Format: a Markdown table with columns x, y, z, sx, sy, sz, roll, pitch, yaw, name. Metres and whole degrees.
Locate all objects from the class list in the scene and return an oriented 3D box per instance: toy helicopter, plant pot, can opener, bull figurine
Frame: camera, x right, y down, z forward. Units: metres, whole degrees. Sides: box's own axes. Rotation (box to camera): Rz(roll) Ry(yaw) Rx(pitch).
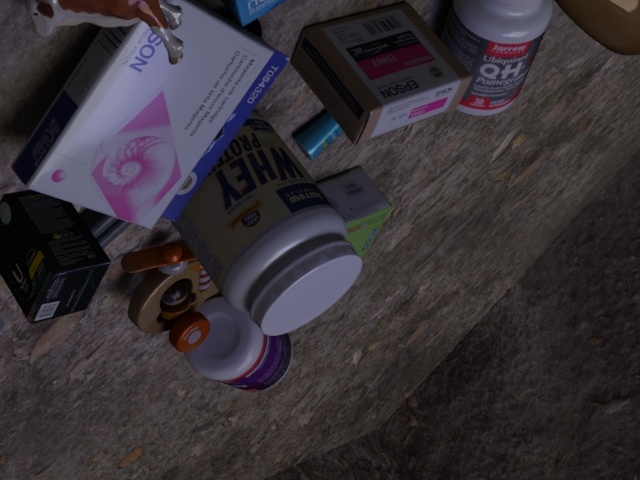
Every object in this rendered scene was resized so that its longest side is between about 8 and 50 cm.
| x | y | z | sx | sy | sz | roll | pitch | yaw | name |
| --- | --- | --- | --- | --- | --- | --- | --- | --- | --- |
| -0.228 | 0.029 | 2.023 | 0.355 | 0.140 | 0.235 | -46 | 150 | -6 | toy helicopter |
| 0.533 | -0.494 | 2.011 | 0.254 | 0.237 | 0.237 | 9 | 132 | -42 | plant pot |
| -0.382 | 0.013 | 1.762 | 0.280 | 0.093 | 0.074 | -44 | 157 | 4 | can opener |
| -0.202 | -0.330 | 1.268 | 0.310 | 0.101 | 0.188 | -46 | 133 | 8 | bull figurine |

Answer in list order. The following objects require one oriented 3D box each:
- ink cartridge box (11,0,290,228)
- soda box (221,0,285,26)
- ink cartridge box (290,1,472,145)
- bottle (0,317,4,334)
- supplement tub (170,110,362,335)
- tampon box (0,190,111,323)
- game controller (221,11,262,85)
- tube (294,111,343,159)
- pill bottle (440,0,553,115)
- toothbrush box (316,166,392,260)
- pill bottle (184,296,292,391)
| x | y | z | sx | sy | sz | roll | pitch | yaw | name |
| --- | --- | --- | --- | --- | --- | --- | --- | --- | --- |
| -0.215 | -0.173 | 1.514 | 0.330 | 0.071 | 0.324 | 20 | 110 | -51 | ink cartridge box |
| -0.043 | -0.390 | 1.491 | 0.210 | 0.067 | 0.071 | -33 | 158 | -10 | soda box |
| 0.102 | -0.280 | 1.765 | 0.234 | 0.193 | 0.088 | -23 | 155 | -34 | ink cartridge box |
| -0.631 | 0.221 | 1.779 | 0.283 | 0.092 | 0.118 | -46 | 158 | 21 | bottle |
| -0.104 | -0.029 | 1.773 | 0.235 | 0.325 | 0.235 | -32 | 158 | -15 | supplement tub |
| -0.414 | 0.020 | 1.615 | 0.101 | 0.161 | 0.120 | -14 | 147 | -45 | tampon box |
| -0.222 | -0.223 | 1.552 | 0.319 | 0.067 | 0.166 | -29 | 157 | -21 | game controller |
| 0.044 | -0.234 | 1.978 | 0.207 | 0.052 | 0.080 | -41 | 170 | -6 | tube |
| 0.310 | -0.382 | 1.907 | 0.176 | 0.176 | 0.319 | -29 | 157 | -21 | pill bottle |
| 0.000 | 0.000 | 2.271 | 0.206 | 0.122 | 0.283 | -23 | 153 | -33 | toothbrush box |
| -0.172 | 0.241 | 2.409 | 0.181 | 0.181 | 0.323 | -39 | 158 | 4 | pill bottle |
